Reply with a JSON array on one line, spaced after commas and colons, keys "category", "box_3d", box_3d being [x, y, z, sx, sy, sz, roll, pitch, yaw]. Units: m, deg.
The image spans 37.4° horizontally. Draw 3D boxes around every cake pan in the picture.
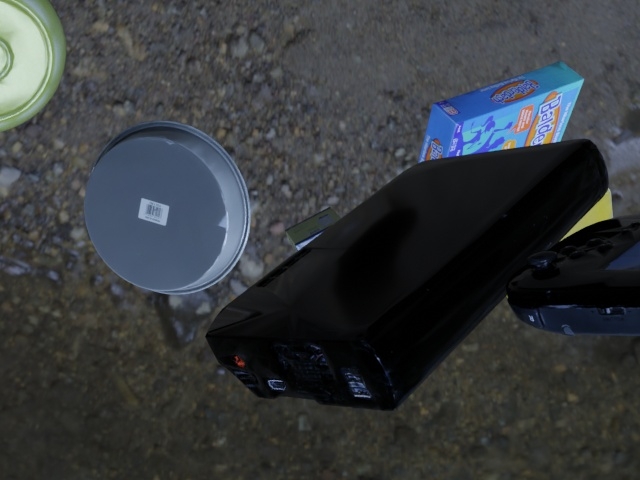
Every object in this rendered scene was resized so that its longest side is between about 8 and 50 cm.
[{"category": "cake pan", "box_3d": [-0.259, -0.047, 1.540, 0.293, 0.054, 0.293, 4, 104, 15]}]

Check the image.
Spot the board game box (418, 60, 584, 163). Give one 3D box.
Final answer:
[{"category": "board game box", "box_3d": [0.214, -0.120, 1.165, 0.210, 0.047, 0.160, -23, 142, -28]}]

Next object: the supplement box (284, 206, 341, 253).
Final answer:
[{"category": "supplement box", "box_3d": [0.000, 0.000, 1.451, 0.083, 0.083, 0.056, -27, 112, -4]}]

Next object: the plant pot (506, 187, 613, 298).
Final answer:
[{"category": "plant pot", "box_3d": [0.318, -0.031, 1.499, 0.187, 0.212, 0.212, -40, 146, -4]}]

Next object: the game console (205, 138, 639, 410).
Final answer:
[{"category": "game console", "box_3d": [0.125, 0.003, 0.425, 0.361, 0.213, 0.044, -4, 116, 45]}]

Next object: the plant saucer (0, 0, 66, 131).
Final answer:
[{"category": "plant saucer", "box_3d": [-0.464, -0.254, 1.305, 0.240, 0.037, 0.241, -16, 124, -26]}]
